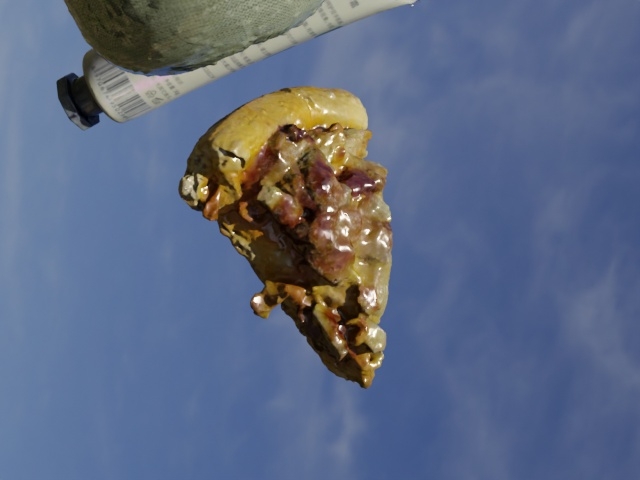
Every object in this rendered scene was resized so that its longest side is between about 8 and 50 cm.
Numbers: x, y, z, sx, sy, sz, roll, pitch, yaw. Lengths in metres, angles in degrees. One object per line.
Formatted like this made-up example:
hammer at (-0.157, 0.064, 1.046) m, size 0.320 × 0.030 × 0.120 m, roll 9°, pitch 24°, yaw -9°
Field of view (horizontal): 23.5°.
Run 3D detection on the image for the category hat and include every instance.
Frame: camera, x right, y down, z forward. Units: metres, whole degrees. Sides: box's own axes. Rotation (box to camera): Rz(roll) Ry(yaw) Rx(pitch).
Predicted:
hat at (-0.065, -0.153, 0.765) m, size 0.257 × 0.257 × 0.130 m, roll 4°, pitch -62°, yaw 68°

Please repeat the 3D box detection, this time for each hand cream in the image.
hand cream at (-0.066, -0.156, 1.107) m, size 0.276 × 0.095 × 0.059 m, roll -24°, pitch -158°, yaw 17°

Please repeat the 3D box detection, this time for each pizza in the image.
pizza at (0.002, -0.001, 0.952) m, size 0.069 × 0.154 × 0.194 m, roll -21°, pitch -88°, yaw 39°
